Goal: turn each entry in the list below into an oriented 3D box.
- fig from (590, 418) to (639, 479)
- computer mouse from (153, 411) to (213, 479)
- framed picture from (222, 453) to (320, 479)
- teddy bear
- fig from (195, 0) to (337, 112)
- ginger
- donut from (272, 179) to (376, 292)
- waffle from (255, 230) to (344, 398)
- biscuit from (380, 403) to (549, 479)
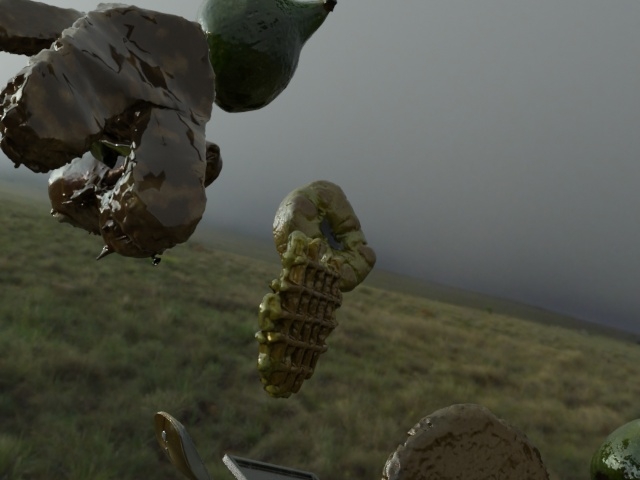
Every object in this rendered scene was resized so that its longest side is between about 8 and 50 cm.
[{"bbox_3d":[0.385,0.245,0.727,0.123,0.156,0.123,43,-16,16],"label":"fig"},{"bbox_3d":[-0.277,0.423,1.301,0.102,0.045,0.199,18,-44,41],"label":"computer mouse"},{"bbox_3d":[-0.029,0.477,1.180,0.213,0.016,0.289,35,-1,40],"label":"framed picture"},{"bbox_3d":[-0.220,-0.116,0.615,0.222,0.296,0.246,-23,-52,30],"label":"teddy bear"},{"bbox_3d":[-0.079,-0.314,1.041,0.235,0.203,0.203,-15,4,-11],"label":"fig"},{"bbox_3d":[-0.377,-0.070,1.206,0.418,0.254,0.176,0,-39,35],"label":"ginger"},{"bbox_3d":[0.000,0.000,1.494,0.208,0.262,0.128,-30,5,-41],"label":"donut"},{"bbox_3d":[-0.030,0.126,1.122,0.058,0.282,0.301,14,-29,20],"label":"waffle"},{"bbox_3d":[0.149,0.281,0.664,0.225,0.226,0.042,14,-16,-20],"label":"biscuit"}]
